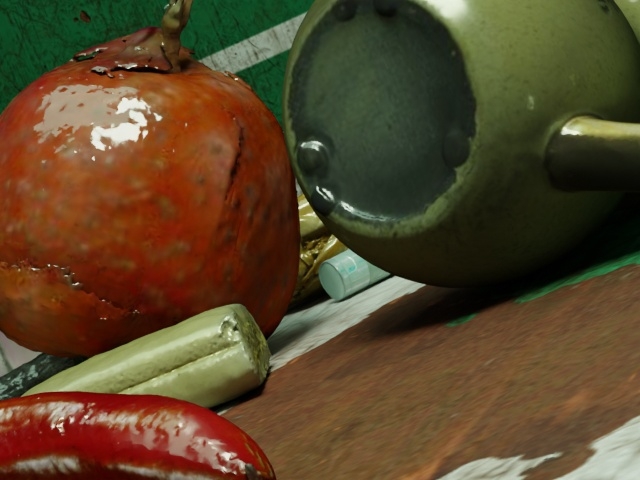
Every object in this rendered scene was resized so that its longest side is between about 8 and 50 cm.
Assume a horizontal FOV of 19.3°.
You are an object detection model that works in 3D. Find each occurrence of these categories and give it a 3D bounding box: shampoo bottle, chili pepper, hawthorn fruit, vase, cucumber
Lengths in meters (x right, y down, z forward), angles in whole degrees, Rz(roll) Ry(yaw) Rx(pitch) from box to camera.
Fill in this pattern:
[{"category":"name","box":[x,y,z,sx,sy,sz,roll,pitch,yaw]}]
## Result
[{"category":"shampoo bottle","box":[0.080,-0.002,1.631,0.190,0.041,0.069,-27,-2,-32]},{"category":"chili pepper","box":[-0.181,0.138,0.986,0.368,0.092,0.137,-25,17,21]},{"category":"hawthorn fruit","box":[-0.136,-0.045,1.449,0.276,0.307,0.276,17,6,-2]},{"category":"vase","box":[0.166,-0.084,1.276,0.329,0.241,0.302,17,16,38]},{"category":"cucumber","box":[-0.235,0.130,1.533,0.112,0.064,0.064,-26,4,2]}]

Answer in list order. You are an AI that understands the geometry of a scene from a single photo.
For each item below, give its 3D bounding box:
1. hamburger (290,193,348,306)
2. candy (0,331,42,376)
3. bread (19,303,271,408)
[{"category":"hamburger","box":[0.000,0.000,1.680,0.147,0.083,0.138,-30,-5,-35]},{"category":"candy","box":[-0.315,0.088,1.860,0.115,0.155,0.265,-18,5,11]},{"category":"bread","box":[-0.126,0.101,1.306,0.178,0.060,0.139,-23,4,3]}]
